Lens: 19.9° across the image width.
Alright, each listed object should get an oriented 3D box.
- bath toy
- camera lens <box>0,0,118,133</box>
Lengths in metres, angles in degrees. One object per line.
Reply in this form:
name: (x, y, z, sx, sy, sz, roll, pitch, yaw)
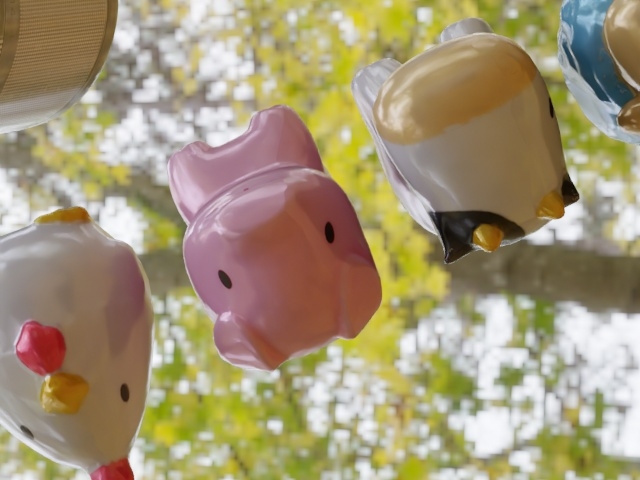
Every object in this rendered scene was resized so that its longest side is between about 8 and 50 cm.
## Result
bath toy: (0.000, 0.000, 0.791, 0.151, 0.348, 0.129, 54, -169, -70)
camera lens: (-0.299, -0.180, 1.372, 0.274, 0.219, 0.219, -22, -69, -63)
